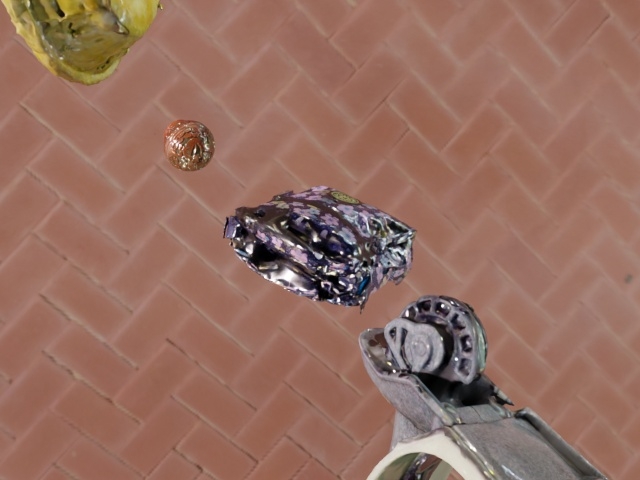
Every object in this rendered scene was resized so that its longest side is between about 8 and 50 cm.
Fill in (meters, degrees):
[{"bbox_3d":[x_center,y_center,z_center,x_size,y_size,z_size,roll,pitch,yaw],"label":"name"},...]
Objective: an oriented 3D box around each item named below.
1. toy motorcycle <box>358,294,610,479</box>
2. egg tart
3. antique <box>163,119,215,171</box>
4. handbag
[{"bbox_3d":[0.093,0.147,0.323,0.091,0.263,0.157,2,123,-45],"label":"toy motorcycle"},{"bbox_3d":[-0.200,-0.241,0.595,0.090,0.212,0.212,1,99,8],"label":"egg tart"},{"bbox_3d":[-0.247,-0.178,1.287,0.104,0.104,0.104,-2,99,-13],"label":"antique"},{"bbox_3d":[0.000,0.000,0.927,0.229,0.208,0.126,26,110,24],"label":"handbag"}]
